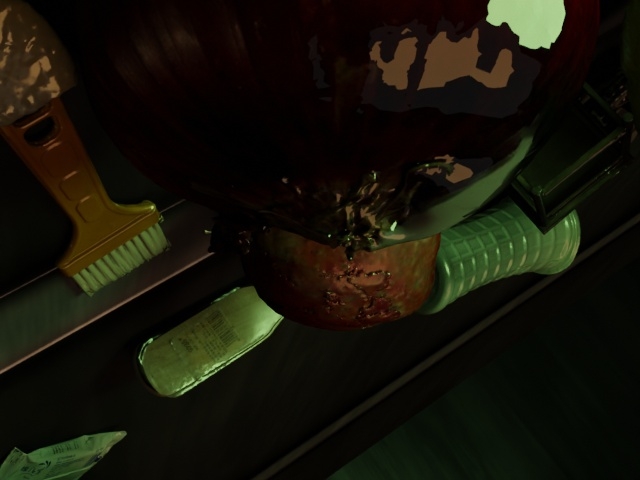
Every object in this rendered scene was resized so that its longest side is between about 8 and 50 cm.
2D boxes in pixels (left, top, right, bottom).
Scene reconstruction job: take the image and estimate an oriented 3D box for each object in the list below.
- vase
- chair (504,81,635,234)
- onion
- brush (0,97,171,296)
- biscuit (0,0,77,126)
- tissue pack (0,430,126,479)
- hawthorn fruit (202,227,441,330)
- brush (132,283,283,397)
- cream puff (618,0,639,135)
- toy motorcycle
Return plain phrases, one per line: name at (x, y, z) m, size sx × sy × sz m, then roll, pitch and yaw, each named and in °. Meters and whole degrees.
vase at (0.225, 0.014, 1.401) m, size 0.298 × 0.143 × 0.143 m, roll -17°, pitch 153°, yaw -42°
chair at (0.276, -0.105, 1.204) m, size 0.154 × 0.141 × 0.260 m, roll -39°, pitch 160°, yaw 4°
onion at (0.007, -0.132, 0.534) m, size 0.272 × 0.285 × 0.273 m, roll 4°, pitch 164°, yaw 1°
brush at (-0.168, -0.031, 0.707) m, size 0.090 × 0.017 × 0.314 m, roll -35°, pitch 161°, yaw -11°
biscuit at (-0.227, -0.064, 0.434) m, size 0.250 × 0.032 × 0.133 m, roll -34°, pitch 145°, yaw -24°
tissue pack at (-0.315, 0.268, 1.137) m, size 0.122 × 0.026 × 0.193 m, roll -44°, pitch 162°, yaw 16°
hawthorn fruit at (0.000, 0.000, 0.863) m, size 0.235 × 0.181 × 0.181 m, roll -3°, pitch 142°, yaw -46°
brush at (-0.065, 0.071, 1.096) m, size 0.327 × 0.070 × 0.065 m, roll -31°, pitch 179°, yaw -28°
cream puff at (0.492, -0.206, 0.980) m, size 0.378 × 0.378 × 0.275 m, roll -44°, pitch 177°, yaw 17°
toy motorcycle at (0.407, -0.179, 1.344) m, size 0.129 × 0.094 × 0.229 m, roll -35°, pitch 167°, yaw -15°
